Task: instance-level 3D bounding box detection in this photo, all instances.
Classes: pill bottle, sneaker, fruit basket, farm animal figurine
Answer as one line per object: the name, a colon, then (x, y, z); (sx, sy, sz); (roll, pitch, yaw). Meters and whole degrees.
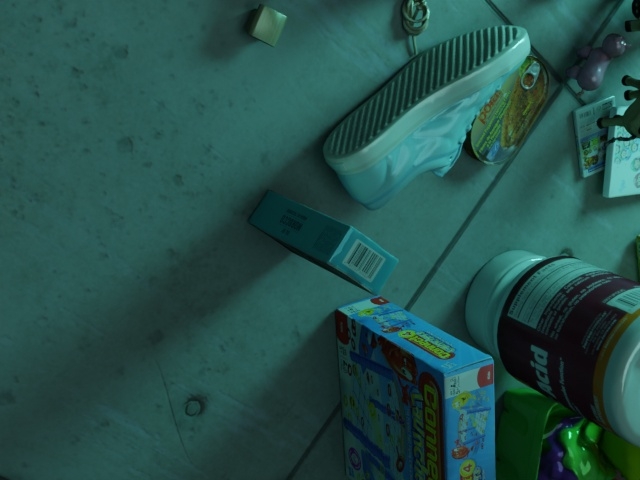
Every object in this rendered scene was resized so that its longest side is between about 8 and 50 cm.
pill bottle: (0.415, 0.153, 1.824); (0.224, 0.392, 0.224); (-8, 108, -27)
sneaker: (0.175, -0.184, 1.755); (0.366, 0.135, 0.150); (-35, 127, -7)
fruit basket: (0.524, 0.368, 1.969); (0.392, 0.392, 0.282); (1, 103, -30)
farm animal figurine: (0.555, -0.353, 1.867); (0.327, 0.172, 0.330); (-29, 111, -21)

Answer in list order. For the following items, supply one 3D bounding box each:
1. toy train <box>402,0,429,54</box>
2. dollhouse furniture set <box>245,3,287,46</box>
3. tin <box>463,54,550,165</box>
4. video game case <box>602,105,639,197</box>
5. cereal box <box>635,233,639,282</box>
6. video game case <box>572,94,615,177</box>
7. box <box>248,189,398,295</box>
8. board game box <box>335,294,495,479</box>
toy train: (0.175, -0.385, 1.676); (0.105, 0.143, 0.248); (-14, 111, -26)
dollhouse furniture set: (-0.088, -0.464, 1.485); (0.303, 0.174, 0.355); (20, 94, -32)
tin: (0.296, -0.211, 1.861); (0.106, 0.040, 0.189); (33, 87, -37)
video game case: (0.553, -0.157, 2.024); (0.143, 0.019, 0.157); (-7, 106, -34)
cereal box: (0.694, 0.029, 2.151); (0.240, 0.047, 0.173); (-24, 116, -22)
video game case: (0.475, -0.178, 1.987); (0.087, 0.011, 0.122); (-23, 114, -23)
box: (0.000, 0.000, 1.628); (0.100, 0.244, 0.060); (35, 86, -32)
board game box: (0.141, 0.276, 1.758); (0.086, 0.302, 0.308); (-13, 110, -26)
